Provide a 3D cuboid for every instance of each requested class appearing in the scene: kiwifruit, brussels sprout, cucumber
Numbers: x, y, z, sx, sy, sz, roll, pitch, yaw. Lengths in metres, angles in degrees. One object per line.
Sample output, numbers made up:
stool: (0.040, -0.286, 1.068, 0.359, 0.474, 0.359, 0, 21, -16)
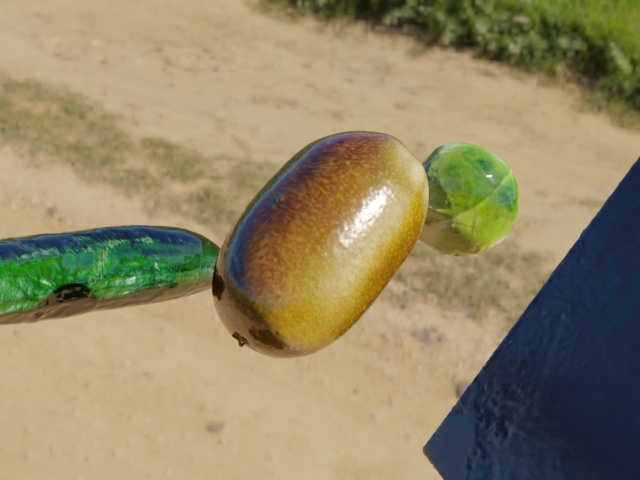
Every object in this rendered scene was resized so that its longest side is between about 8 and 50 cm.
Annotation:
kiwifruit: (0.000, 0.000, 0.571, 0.075, 0.075, 0.124, 27, 67, 32)
brussels sprout: (0.177, -0.050, 1.556, 0.155, 0.155, 0.117, 17, 41, 19)
cucumber: (-0.141, 0.017, 0.713, 0.056, 0.056, 0.284, 23, 13, 28)

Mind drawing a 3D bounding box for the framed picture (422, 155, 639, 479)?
framed picture: (0.211, 0.074, 0.708, 0.013, 0.324, 0.244, 25, 16, -41)
